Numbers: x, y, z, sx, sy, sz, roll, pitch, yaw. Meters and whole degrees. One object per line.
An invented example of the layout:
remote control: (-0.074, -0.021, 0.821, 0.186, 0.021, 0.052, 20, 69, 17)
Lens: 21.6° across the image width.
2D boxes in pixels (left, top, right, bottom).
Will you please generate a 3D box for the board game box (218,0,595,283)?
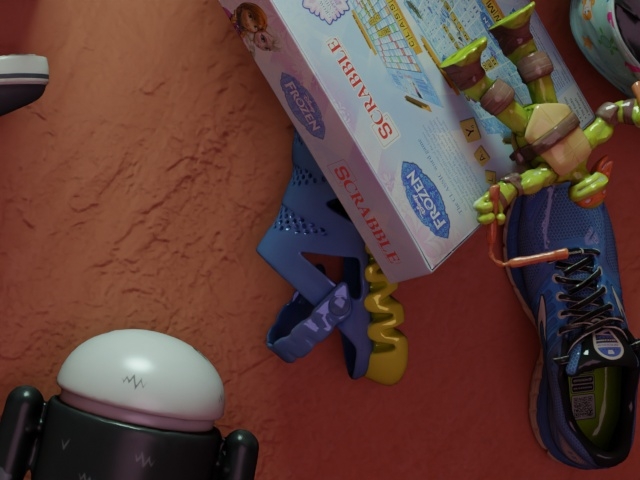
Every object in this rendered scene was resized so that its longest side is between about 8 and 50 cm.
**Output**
board game box: (0.096, -0.173, 1.636, 0.318, 0.066, 0.319, -40, 103, -39)

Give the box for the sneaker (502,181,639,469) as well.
sneaker: (0.279, 0.081, 1.734, 0.129, 0.147, 0.330, -12, 96, -13)

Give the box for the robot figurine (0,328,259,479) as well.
robot figurine: (-0.190, 0.224, 1.620, 0.209, 0.173, 0.278, 11, 92, -44)

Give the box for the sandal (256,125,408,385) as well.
sandal: (0.000, 0.000, 1.675, 0.138, 0.126, 0.317, -9, 95, -9)

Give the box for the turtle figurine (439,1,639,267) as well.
turtle figurine: (0.227, -0.116, 1.616, 0.269, 0.087, 0.217, -35, 97, -9)

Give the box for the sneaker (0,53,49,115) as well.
sneaker: (-0.405, -0.094, 1.566, 0.321, 0.126, 0.127, -11, 92, -2)

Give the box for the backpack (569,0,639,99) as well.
backpack: (0.383, -0.227, 1.712, 0.253, 0.191, 0.225, 36, 83, -21)
